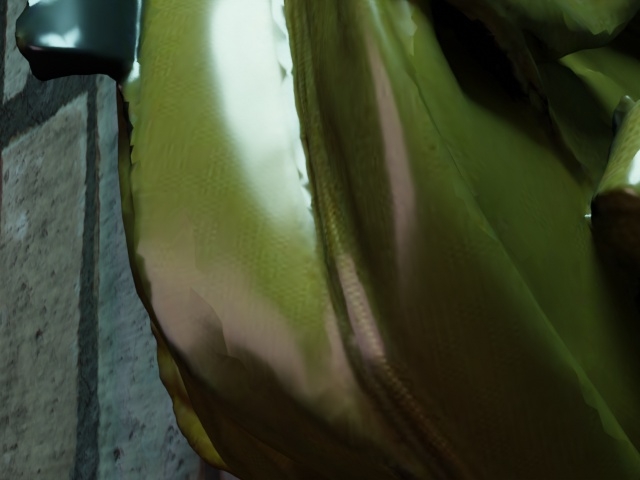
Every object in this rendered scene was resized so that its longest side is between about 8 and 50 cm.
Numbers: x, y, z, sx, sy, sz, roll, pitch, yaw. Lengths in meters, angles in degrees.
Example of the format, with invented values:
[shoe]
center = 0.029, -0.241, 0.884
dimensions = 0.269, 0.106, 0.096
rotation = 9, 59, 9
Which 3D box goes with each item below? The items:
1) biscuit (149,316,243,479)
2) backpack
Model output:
[biscuit]
center = 0.000, 0.000, 0.907
dimensions = 0.296, 0.102, 0.296
rotation = -21, 65, 53
[backpack]
center = 0.066, 0.004, 0.537
dimensions = 0.201, 0.378, 0.353
rotation = -28, 39, 19
